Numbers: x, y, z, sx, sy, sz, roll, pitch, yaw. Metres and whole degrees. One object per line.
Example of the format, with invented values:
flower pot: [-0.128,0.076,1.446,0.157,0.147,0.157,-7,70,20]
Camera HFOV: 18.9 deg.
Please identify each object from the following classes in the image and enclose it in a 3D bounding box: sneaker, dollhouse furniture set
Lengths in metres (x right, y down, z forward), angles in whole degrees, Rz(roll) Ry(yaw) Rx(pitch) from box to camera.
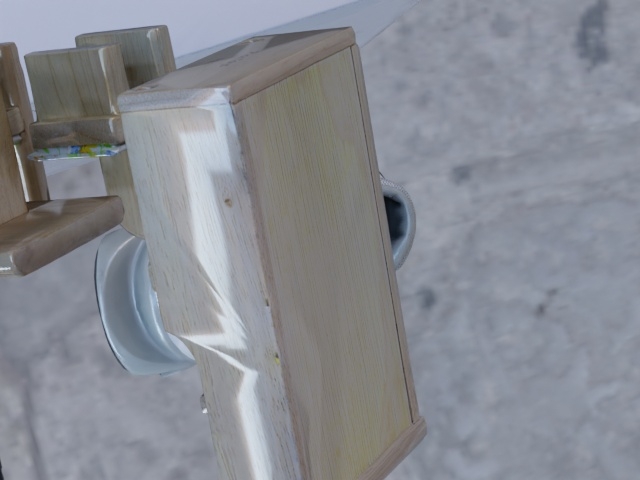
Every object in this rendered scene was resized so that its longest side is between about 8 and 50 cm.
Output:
sneaker: [0.000,0.000,1.144,0.146,0.330,0.122,-13,101,20]
dollhouse furniture set: [-0.101,0.019,0.713,0.242,0.212,0.161,-3,106,28]

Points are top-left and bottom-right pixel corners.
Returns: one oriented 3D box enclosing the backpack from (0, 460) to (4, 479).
backpack: [-0.395,0.187,1.537,0.213,0.263,0.277,-159,55,-69]

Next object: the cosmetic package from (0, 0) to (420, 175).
cosmetic package: [-0.130,-0.134,1.343,0.284,0.377,0.097,-25,85,66]
